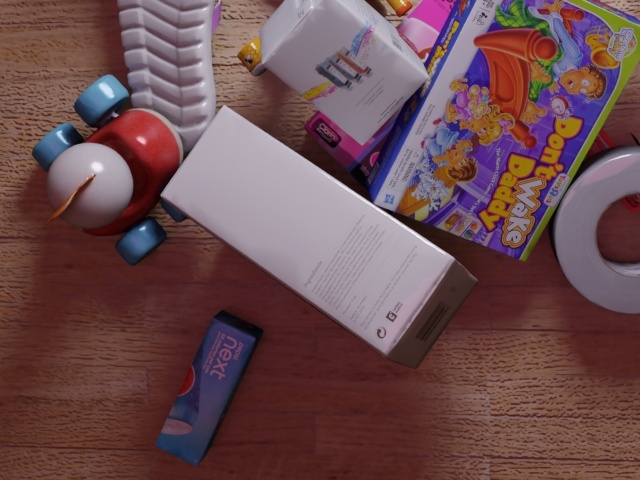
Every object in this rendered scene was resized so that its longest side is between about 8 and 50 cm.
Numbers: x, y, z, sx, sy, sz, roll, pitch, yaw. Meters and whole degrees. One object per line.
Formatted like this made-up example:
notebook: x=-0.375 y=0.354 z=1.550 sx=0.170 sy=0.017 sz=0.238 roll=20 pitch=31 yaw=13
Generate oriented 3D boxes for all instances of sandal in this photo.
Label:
sandal: x=-0.197 y=-0.331 z=1.748 sx=0.169 sy=0.102 sz=0.416 roll=15 pitch=111 yaw=21

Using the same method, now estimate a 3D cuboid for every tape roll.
tape roll: x=0.419 y=-0.015 z=1.690 sx=0.219 sy=0.072 sz=0.219 roll=1 pitch=103 yaw=2

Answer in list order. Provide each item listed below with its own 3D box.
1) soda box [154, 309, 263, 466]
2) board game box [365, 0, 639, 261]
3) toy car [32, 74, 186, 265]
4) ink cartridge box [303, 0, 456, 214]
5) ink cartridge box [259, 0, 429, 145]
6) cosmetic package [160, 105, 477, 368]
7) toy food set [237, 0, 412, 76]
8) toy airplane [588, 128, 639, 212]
soda box: x=-0.159 y=0.211 z=1.812 sx=0.071 sy=0.067 sz=0.210 roll=26 pitch=98 yaw=4
board game box: x=0.240 y=-0.170 z=1.640 sx=0.233 sy=0.078 sz=0.347 roll=20 pitch=111 yaw=-16
toy car: x=-0.308 y=-0.069 z=1.695 sx=0.210 sy=0.238 sz=0.219 roll=-41 pitch=91 yaw=30
ink cartridge box: x=0.164 y=-0.227 z=1.725 sx=0.176 sy=0.069 sz=0.371 roll=44 pitch=97 yaw=1
ink cartridge box: x=0.026 y=-0.239 z=1.609 sx=0.176 sy=0.128 sz=0.127 roll=38 pitch=110 yaw=-22
cosmetic package: x=0.000 y=0.000 z=1.627 sx=0.365 sy=0.197 sz=0.155 roll=36 pitch=91 yaw=18
toy food set: x=0.010 y=-0.283 z=1.711 sx=0.232 sy=0.111 sz=0.104 roll=-39 pitch=90 yaw=7
toy airplane: x=0.377 y=-0.089 z=1.725 sx=0.151 sy=0.028 sz=0.151 roll=1 pitch=103 yaw=4
